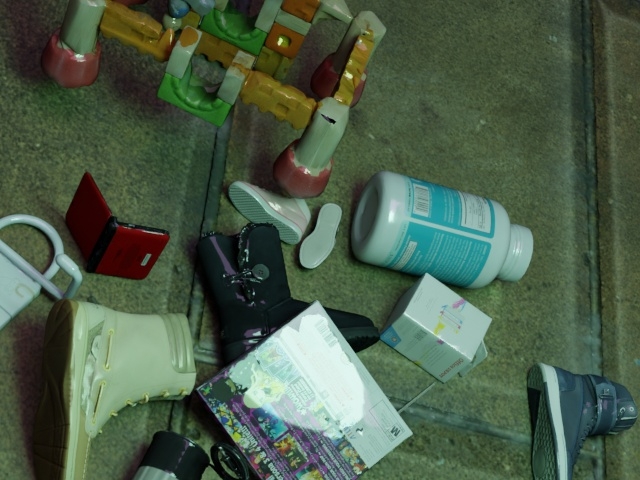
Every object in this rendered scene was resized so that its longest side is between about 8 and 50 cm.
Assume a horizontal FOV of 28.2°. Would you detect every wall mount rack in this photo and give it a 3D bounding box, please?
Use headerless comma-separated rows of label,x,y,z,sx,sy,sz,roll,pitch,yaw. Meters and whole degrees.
wall mount rack,-0.492,0.029,1.649,0.304,0.130,0.350,40,53,1

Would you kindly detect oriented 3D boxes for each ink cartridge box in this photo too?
ink cartridge box,0.180,0.137,1.915,0.143,0.092,0.090,35,53,-4

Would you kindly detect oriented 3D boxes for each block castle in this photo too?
block castle,-0.153,-0.275,1.902,0.453,0.213,0.303,25,48,-5

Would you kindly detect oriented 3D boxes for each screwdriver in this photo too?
screwdriver,0.119,0.253,1.871,0.170,0.024,0.025,-26,105,-40

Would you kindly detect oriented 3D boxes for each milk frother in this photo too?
milk frother,-0.177,0.321,1.619,0.129,0.143,0.134,34,54,-9

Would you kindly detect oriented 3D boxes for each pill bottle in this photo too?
pill bottle,0.191,-0.008,1.969,0.264,0.146,0.146,15,58,-16

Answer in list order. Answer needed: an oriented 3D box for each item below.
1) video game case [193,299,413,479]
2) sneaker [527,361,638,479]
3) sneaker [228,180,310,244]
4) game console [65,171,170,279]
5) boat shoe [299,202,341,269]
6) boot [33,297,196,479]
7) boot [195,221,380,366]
video game case,-0.022,0.234,1.739,0.210,0.042,0.232,-37,92,-16
sneaker,0.404,0.299,1.928,0.164,0.086,0.226,12,57,-15
sneaker,-0.073,-0.056,1.937,0.134,0.051,0.070,36,49,-2
game console,-0.282,-0.018,1.761,0.124,0.144,0.085,10,60,-19
boat shoe,0.000,0.000,1.945,0.046,0.038,0.125,14,54,6
boot,-0.264,0.214,1.664,0.203,0.095,0.261,9,80,-41
boot,-0.047,0.070,1.847,0.247,0.094,0.207,-5,69,-20
